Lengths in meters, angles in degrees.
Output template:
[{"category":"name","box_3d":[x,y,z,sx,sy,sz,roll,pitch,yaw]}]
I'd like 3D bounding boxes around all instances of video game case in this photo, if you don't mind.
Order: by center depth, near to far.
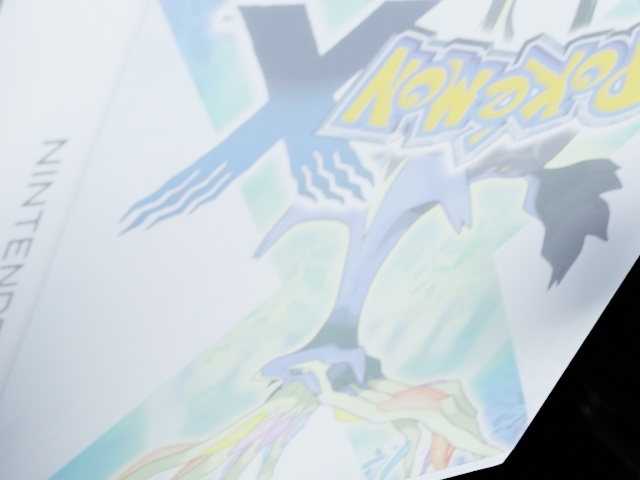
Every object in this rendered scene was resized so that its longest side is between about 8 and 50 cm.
[{"category":"video game case","box_3d":[0.000,0.000,0.602,0.329,0.300,0.036,-9,-131,-38]}]
